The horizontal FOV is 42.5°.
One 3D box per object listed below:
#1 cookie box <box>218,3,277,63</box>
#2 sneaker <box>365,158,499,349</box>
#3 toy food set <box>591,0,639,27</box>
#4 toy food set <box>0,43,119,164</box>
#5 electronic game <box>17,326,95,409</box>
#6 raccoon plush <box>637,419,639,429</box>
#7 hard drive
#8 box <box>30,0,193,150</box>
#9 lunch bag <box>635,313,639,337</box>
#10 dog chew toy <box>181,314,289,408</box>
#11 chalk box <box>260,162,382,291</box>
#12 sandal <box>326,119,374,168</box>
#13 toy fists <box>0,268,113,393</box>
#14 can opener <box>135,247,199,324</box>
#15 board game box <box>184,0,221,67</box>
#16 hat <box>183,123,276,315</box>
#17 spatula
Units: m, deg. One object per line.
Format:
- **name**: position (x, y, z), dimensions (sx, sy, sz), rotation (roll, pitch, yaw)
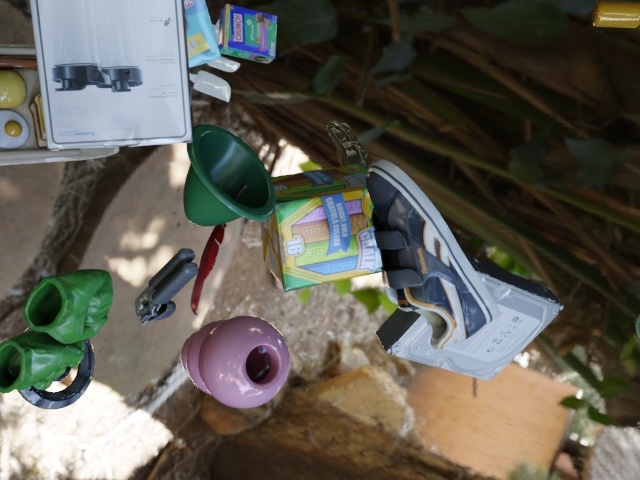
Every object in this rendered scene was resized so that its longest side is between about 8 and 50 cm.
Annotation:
- **cookie box**: position (-0.142, -0.402, 1.606), dimensions (0.107, 0.040, 0.092), rotation (7, 77, -24)
- **sneaker**: position (0.149, 0.030, 1.307), dimensions (0.127, 0.321, 0.126), rotation (-37, -174, -10)
- **toy food set**: position (0.489, -0.451, 1.310), dimensions (0.111, 0.104, 0.232), rotation (89, 6, -59)
- **toy food set**: position (-0.516, -0.252, 1.454), dimensions (0.306, 0.092, 0.220), rotation (-8, 88, -36)
- **electronic game**: position (-0.674, 0.312, 2.087), dimensions (0.229, 0.048, 0.229), rotation (11, 75, -46)
- **raccoon plush**: position (0.736, 0.258, 1.439), dimensions (0.299, 0.216, 0.446), rotation (-34, 149, -9)
- **hard drive**: position (0.302, 0.158, 1.630), dimensions (0.339, 0.064, 0.237), rotation (22, 117, -39)
- **box**: position (-0.239, -0.255, 0.946), dimensions (0.087, 0.169, 0.290), rotation (-120, -154, -74)
- **lunch bag**: position (0.647, 0.096, 1.286), dimensions (0.279, 0.224, 0.108), rotation (-52, 131, -1)
- **dog chew toy**: position (-0.216, 0.273, 1.903), dimensions (0.206, 0.331, 0.207), rotation (2, 87, -35)
- **chalk box**: position (0.038, -0.037, 1.586), dimensions (0.288, 0.180, 0.179), rotation (-11, 111, -14)
- **sandal**: position (0.061, -0.184, 1.775), dimensions (0.072, 0.180, 0.049), rotation (-9, 147, -34)
- **toy fists**: position (-0.452, 0.158, 1.424), dimensions (0.279, 0.096, 0.142), rotation (-53, 164, 22)
- **can opener**: position (-0.364, 0.116, 2.002), dimensions (0.095, 0.076, 0.283), rotation (6, 146, -42)
- **board game box**: position (-0.236, -0.432, 1.255), dimensions (0.336, 0.079, 0.254), rotation (-112, -174, -60)
- **hat**: position (-0.188, -0.046, 1.260), dimensions (0.183, 0.173, 0.208), rotation (-40, -151, 27)
- **spatula**: position (-0.286, -0.425, 1.804), dimensions (0.019, 0.242, 0.168), rotation (-76, -171, -64)
